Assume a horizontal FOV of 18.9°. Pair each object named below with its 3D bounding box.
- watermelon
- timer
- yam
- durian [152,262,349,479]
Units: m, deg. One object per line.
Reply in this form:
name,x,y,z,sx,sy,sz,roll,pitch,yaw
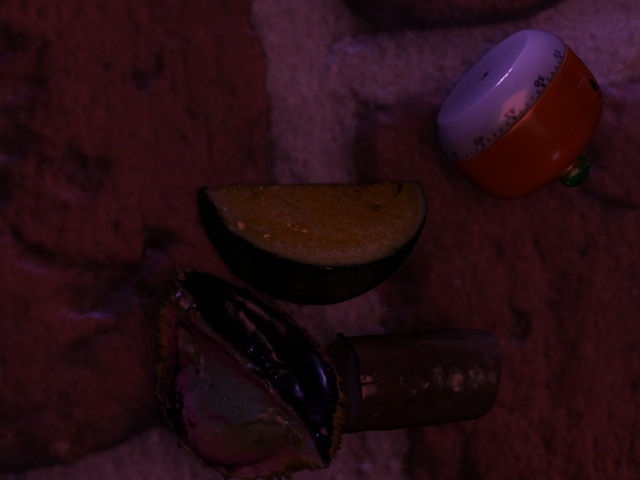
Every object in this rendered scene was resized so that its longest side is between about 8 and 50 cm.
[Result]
watermelon,-0.001,0.009,1.464,0.181,0.075,0.092,-4,50,-22
timer,0.165,-0.087,1.485,0.136,0.099,0.136,-1,98,-9
yam,0.068,0.108,1.469,0.127,0.084,0.084,0,93,-21
durian,-0.064,0.110,1.424,0.187,0.119,0.108,45,115,7
